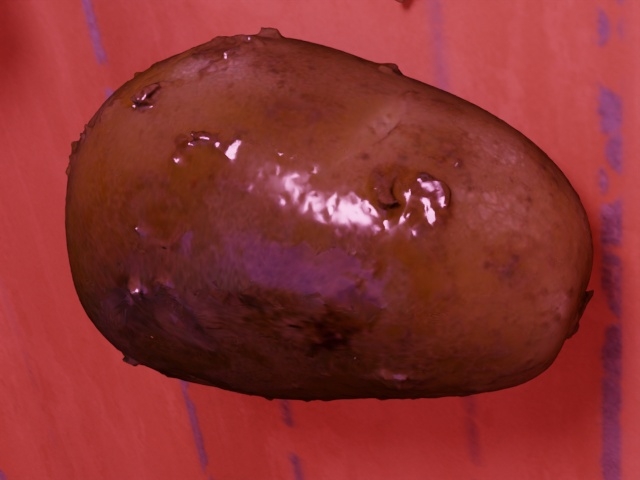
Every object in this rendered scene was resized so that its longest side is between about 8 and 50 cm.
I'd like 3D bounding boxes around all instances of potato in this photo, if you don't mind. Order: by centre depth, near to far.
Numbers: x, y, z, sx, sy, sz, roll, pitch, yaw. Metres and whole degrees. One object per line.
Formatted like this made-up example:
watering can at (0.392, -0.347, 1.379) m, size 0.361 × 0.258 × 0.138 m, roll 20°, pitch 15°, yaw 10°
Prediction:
potato at (-0.001, -0.013, 0.980) m, size 0.359 × 0.219 × 0.269 m, roll 2°, pitch 136°, yaw 32°

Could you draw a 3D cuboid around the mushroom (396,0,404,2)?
mushroom at (0.120, -0.209, 0.842) m, size 0.026 × 0.028 × 0.286 m, roll 11°, pitch 156°, yaw -30°
